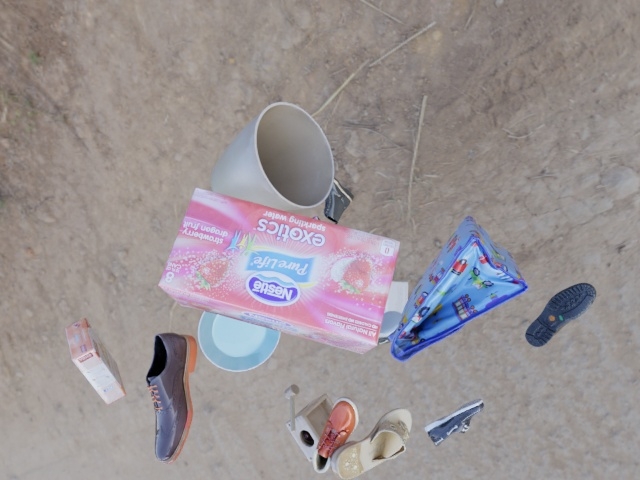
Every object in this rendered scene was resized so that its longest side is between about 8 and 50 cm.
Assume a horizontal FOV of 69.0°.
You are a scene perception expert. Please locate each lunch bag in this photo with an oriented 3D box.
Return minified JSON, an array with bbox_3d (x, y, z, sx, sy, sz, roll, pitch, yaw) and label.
[{"bbox_3d":[0.239,0.111,0.930,0.138,0.221,0.293,44,110,3],"label":"lunch bag"}]

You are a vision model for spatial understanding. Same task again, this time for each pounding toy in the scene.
[{"bbox_3d":[-0.048,0.518,1.339,0.094,0.181,0.206,-42,78,36],"label":"pounding toy"}]

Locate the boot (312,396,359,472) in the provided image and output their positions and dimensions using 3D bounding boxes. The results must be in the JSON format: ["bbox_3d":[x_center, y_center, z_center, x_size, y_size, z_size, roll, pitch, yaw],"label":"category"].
[{"bbox_3d":[0.029,0.393,0.935,0.059,0.084,0.158,23,109,20],"label":"boot"}]

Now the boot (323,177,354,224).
[{"bbox_3d":[0.026,-0.163,1.763,0.137,0.198,0.077,-61,20,-15],"label":"boot"}]

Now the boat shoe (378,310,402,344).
[{"bbox_3d":[0.197,0.278,1.438,0.219,0.070,0.078,-32,33,49],"label":"boat shoe"}]

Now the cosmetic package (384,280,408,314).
[{"bbox_3d":[0.233,0.229,1.805,0.151,0.183,0.151,0,84,36],"label":"cosmetic package"}]

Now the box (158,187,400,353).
[{"bbox_3d":[-0.055,0.052,0.680,0.300,0.142,0.154,16,72,2],"label":"box"}]

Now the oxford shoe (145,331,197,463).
[{"bbox_3d":[-0.339,0.335,1.006,0.097,0.098,0.271,-19,61,31],"label":"oxford shoe"}]

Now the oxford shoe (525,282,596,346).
[{"bbox_3d":[0.672,0.202,1.309,0.227,0.096,0.083,-49,65,21],"label":"oxford shoe"}]

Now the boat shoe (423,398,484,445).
[{"bbox_3d":[0.228,0.305,0.777,0.125,0.046,0.038,-44,63,29],"label":"boat shoe"}]

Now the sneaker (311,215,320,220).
[{"bbox_3d":[0.000,0.000,1.676,0.072,0.077,0.178,-10,92,38],"label":"sneaker"}]

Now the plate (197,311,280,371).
[{"bbox_3d":[-0.184,0.203,1.062,0.024,0.188,0.188,-174,76,-71],"label":"plate"}]

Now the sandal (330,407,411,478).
[{"bbox_3d":[0.135,0.419,0.945,0.079,0.240,0.088,-13,89,51],"label":"sandal"}]

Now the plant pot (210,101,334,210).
[{"bbox_3d":[-0.151,-0.175,1.181,0.274,0.256,0.256,-15,89,42],"label":"plant pot"}]

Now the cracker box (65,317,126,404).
[{"bbox_3d":[-0.689,0.372,1.431,0.156,0.067,0.232,42,153,45],"label":"cracker box"}]
